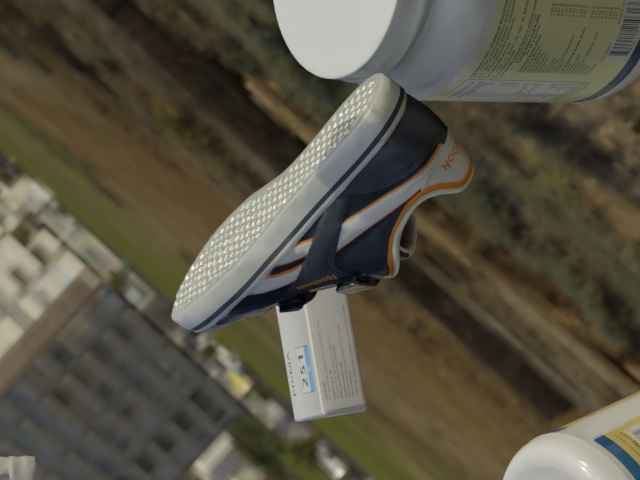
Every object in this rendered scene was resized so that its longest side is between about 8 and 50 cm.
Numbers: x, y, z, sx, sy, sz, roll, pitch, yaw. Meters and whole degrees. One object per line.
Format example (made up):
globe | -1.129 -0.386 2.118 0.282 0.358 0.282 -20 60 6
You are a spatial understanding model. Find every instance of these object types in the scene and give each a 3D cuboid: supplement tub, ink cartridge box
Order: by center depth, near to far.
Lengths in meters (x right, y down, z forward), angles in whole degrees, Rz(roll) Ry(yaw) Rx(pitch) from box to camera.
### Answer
supplement tub | 0.236 0.171 1.199 0.144 0.200 0.144 32 131 46
supplement tub | 0.143 -0.246 1.655 0.325 0.235 0.235 -2 -156 -35
ink cartridge box | -0.026 0.086 2.316 0.261 0.066 0.296 150 111 -73

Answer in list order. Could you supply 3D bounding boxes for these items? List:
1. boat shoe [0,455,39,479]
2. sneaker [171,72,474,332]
boat shoe | -0.211 0.254 1.211 0.083 0.076 0.226 -127 32 -68
sneaker | 0.000 0.000 1.549 0.127 0.321 0.126 35 -143 -18
